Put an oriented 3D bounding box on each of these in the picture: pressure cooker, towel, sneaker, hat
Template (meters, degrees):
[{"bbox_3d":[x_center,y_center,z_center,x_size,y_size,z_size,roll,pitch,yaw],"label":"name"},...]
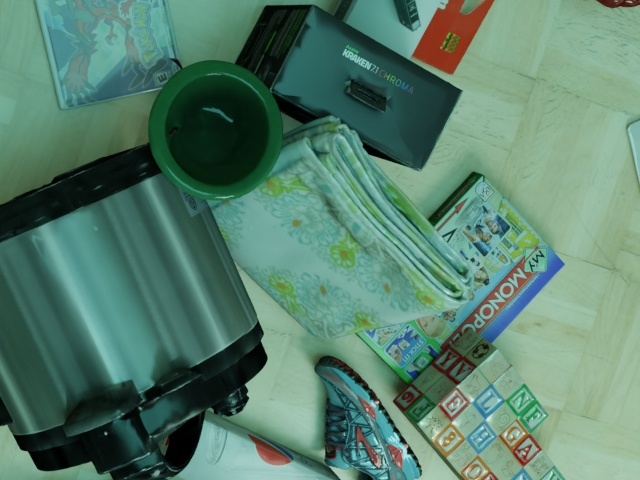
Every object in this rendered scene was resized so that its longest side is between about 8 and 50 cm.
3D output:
[{"bbox_3d":[-0.272,0.114,1.675,0.370,0.375,0.420,-30,99,-38],"label":"pressure cooker"},{"bbox_3d":[0.000,0.000,1.776,0.320,0.374,0.090,48,56,-17],"label":"towel"},{"bbox_3d":[0.053,0.301,1.974,0.125,0.104,0.262,-35,108,-6],"label":"sneaker"},{"bbox_3d":[-0.155,-0.137,1.672,0.173,0.183,0.208,33,71,-14],"label":"hat"}]

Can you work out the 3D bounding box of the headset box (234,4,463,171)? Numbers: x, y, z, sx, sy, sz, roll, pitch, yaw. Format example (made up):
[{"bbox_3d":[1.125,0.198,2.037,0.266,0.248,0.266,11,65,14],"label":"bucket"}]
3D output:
[{"bbox_3d":[0.031,-0.217,1.777,0.246,0.283,0.131,27,91,-20],"label":"headset box"}]

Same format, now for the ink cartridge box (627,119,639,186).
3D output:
[{"bbox_3d":[0.698,-0.149,2.075,0.353,0.119,0.207,-21,105,-12],"label":"ink cartridge box"}]

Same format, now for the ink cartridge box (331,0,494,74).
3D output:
[{"bbox_3d":[0.176,-0.387,1.849,0.239,0.060,0.275,19,109,-29],"label":"ink cartridge box"}]

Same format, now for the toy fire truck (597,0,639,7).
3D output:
[{"bbox_3d":[0.453,-0.514,1.924,0.254,0.169,0.302,33,92,2],"label":"toy fire truck"}]

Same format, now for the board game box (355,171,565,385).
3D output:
[{"bbox_3d":[0.209,0.078,2.010,0.317,0.046,0.213,-47,108,-4],"label":"board game box"}]

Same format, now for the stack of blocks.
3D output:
[{"bbox_3d":[0.271,0.305,2.018,0.171,0.087,0.297,-42,120,-6],"label":"stack of blocks"}]

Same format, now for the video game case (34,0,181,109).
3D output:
[{"bbox_3d":[-0.301,-0.301,1.798,0.183,0.023,0.201,-14,104,-14],"label":"video game case"}]

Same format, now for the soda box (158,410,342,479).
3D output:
[{"bbox_3d":[-0.107,0.349,1.940,0.286,0.091,0.098,29,91,-20],"label":"soda box"}]
